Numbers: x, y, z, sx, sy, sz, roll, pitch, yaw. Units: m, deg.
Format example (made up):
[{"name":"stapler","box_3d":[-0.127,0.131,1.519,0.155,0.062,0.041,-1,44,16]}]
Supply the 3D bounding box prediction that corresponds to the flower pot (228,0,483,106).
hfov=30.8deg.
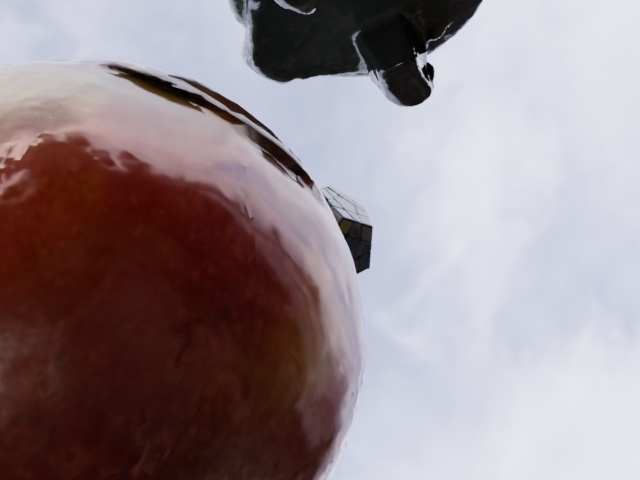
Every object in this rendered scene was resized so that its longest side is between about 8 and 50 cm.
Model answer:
[{"name":"flower pot","box_3d":[0.025,-0.295,1.186,0.299,0.283,0.299,-8,-40,-7]}]

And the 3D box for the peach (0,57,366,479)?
[{"name":"peach","box_3d":[-0.153,0.080,0.681,0.370,0.370,0.370,-17,-60,-31]}]

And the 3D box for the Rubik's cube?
[{"name":"Rubik's cube","box_3d":[0.000,0.000,1.137,0.111,0.111,0.093,19,-65,-42]}]
